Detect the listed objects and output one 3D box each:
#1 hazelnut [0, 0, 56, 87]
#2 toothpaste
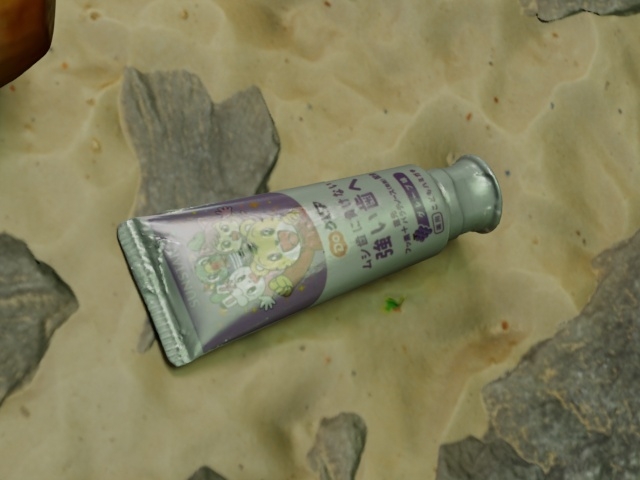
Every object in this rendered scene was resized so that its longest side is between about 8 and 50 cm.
[{"bbox_3d":[-0.272,-0.186,1.086,0.214,0.176,0.214,13,67,-33],"label":"hazelnut"},{"bbox_3d":[0.000,0.000,1.252,0.299,0.073,0.114,-17,78,-29],"label":"toothpaste"}]
